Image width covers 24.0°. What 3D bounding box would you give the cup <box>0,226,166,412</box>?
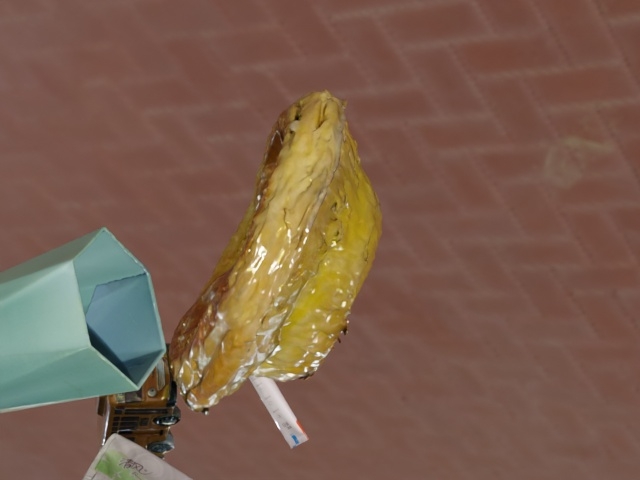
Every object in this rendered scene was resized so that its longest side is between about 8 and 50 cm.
[{"bbox_3d":[-0.277,0.086,1.351,0.236,0.148,0.134,-15,166,20],"label":"cup"}]

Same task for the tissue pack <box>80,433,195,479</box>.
[{"bbox_3d":[-0.128,0.288,1.360,0.229,0.145,0.159,33,123,-2],"label":"tissue pack"}]

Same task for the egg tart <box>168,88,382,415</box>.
[{"bbox_3d":[-0.037,0.027,1.871,0.178,0.443,0.443,25,151,-9],"label":"egg tart"}]

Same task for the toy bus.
[{"bbox_3d":[-0.255,0.222,2.081,0.114,0.098,0.201,0,150,-12],"label":"toy bus"}]

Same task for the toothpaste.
[{"bbox_3d":[-0.079,0.222,2.251,0.048,0.031,0.190,-35,84,45],"label":"toothpaste"}]
